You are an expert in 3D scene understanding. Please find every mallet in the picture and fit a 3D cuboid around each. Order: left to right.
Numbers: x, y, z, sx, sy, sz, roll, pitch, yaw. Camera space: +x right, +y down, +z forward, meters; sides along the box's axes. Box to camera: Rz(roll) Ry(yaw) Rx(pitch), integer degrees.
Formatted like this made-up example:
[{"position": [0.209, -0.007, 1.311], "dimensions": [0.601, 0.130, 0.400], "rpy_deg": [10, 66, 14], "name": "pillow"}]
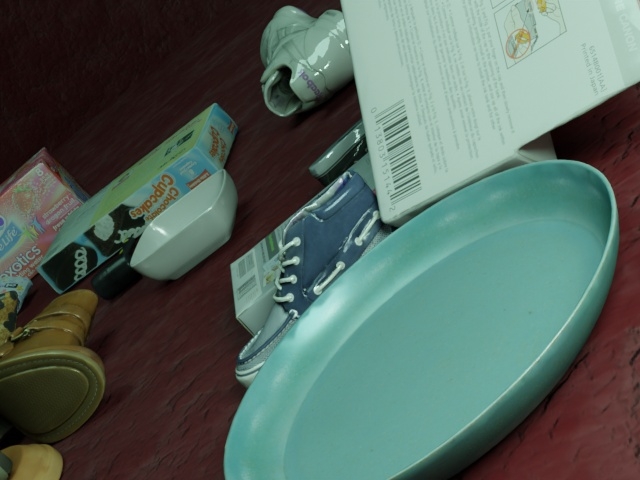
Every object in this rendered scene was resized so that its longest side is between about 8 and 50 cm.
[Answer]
[{"position": [-0.260, 0.021, 1.610], "dimensions": [0.062, 0.039, 0.189], "rpy_deg": [-36, 14, 14], "name": "mallet"}]

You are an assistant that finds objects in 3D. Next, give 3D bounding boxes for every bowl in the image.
[{"position": [-0.153, -0.013, 1.430], "dimensions": [0.142, 0.053, 0.142], "rpy_deg": [-37, 18, 16], "name": "bowl"}]

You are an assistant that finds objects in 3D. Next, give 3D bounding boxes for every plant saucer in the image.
[{"position": [-0.337, 0.271, 1.166], "dimensions": [0.200, 0.037, 0.200], "rpy_deg": [-37, 17, 14], "name": "plant saucer"}, {"position": [0.069, 0.068, 0.792], "dimensions": [0.318, 0.043, 0.317], "rpy_deg": [-36, 19, 15], "name": "plant saucer"}]

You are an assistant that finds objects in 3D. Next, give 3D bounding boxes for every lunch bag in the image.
[{"position": [-0.504, 0.094, 1.914], "dimensions": [0.083, 0.053, 0.071], "rpy_deg": [-26, 23, 17], "name": "lunch bag"}]

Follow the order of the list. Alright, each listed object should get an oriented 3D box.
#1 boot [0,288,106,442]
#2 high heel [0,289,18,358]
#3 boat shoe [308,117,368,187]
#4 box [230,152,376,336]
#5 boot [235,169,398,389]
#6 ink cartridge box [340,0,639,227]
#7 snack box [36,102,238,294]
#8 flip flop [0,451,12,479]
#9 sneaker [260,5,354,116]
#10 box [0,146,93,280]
[{"position": [-0.293, 0.133, 1.331], "dimensions": [0.283, 0.109, 0.220], "rpy_deg": [-36, 13, 39], "name": "boot"}, {"position": [-0.479, 0.189, 1.556], "dimensions": [0.261, 0.093, 0.186], "rpy_deg": [-52, 13, 10], "name": "high heel"}, {"position": [0.051, -0.106, 1.248], "dimensions": [0.142, 0.040, 0.049], "rpy_deg": [-42, 9, -3], "name": "boat shoe"}, {"position": [0.000, 0.000, 1.105], "dimensions": [0.186, 0.038, 0.145], "rpy_deg": [-40, 18, 6], "name": "box"}, {"position": [-0.016, 0.031, 0.983], "dimensions": [0.190, 0.086, 0.069], "rpy_deg": [-44, 18, -8], "name": "boot"}, {"position": [0.135, -0.188, 0.952], "dimensions": [0.261, 0.066, 0.296], "rpy_deg": [-29, 60, 37], "name": "ink cartridge box"}, {"position": [-0.271, -0.065, 1.787], "dimensions": [0.322, 0.060, 0.187], "rpy_deg": [-35, 19, 19], "name": "snack box"}, {"position": [-0.398, 0.237, 1.169], "dimensions": [0.277, 0.112, 0.080], "rpy_deg": [-15, 46, 44], "name": "flip flop"}, {"position": [-0.042, -0.243, 1.640], "dimensions": [0.152, 0.114, 0.305], "rpy_deg": [-43, 18, -10], "name": "sneaker"}, {"position": [-0.544, -0.004, 2.077], "dimensions": [0.300, 0.142, 0.154], "rpy_deg": [-41, 18, 2], "name": "box"}]
